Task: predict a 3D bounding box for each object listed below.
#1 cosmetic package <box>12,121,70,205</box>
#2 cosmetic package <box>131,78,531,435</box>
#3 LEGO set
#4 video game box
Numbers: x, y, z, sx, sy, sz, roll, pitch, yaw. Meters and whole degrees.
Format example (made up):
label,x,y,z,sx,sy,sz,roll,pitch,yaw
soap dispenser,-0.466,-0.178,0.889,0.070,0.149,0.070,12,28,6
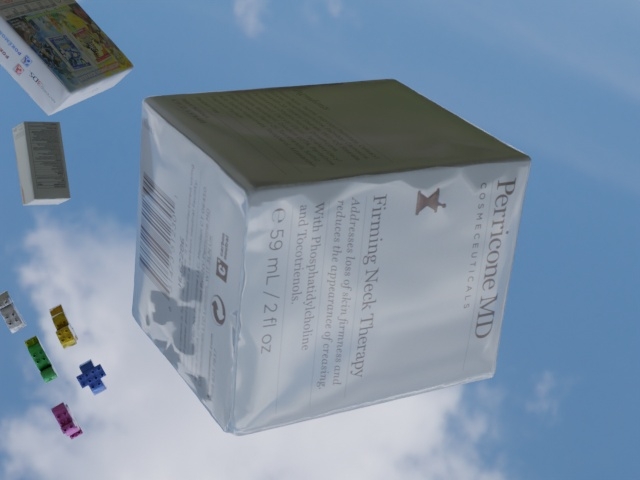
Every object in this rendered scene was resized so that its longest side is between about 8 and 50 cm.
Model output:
label,x,y,z,sx,sy,sz,roll,pitch,yaw
cosmetic package,-0.397,-0.109,1.731,0.060,0.041,0.115,-2,-100,-40
cosmetic package,0.000,0.000,1.575,0.394,0.329,0.327,-9,-152,-28
LEGO set,-0.358,0.158,1.667,0.087,0.227,0.093,-29,-175,-9
video game box,-0.326,-0.245,1.423,0.187,0.048,0.205,46,-160,-3
